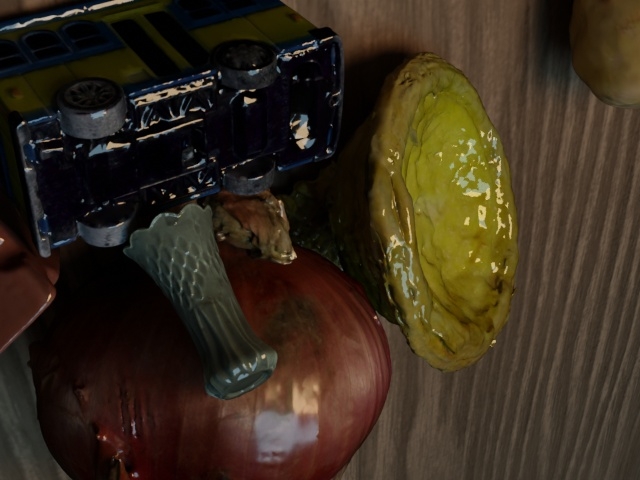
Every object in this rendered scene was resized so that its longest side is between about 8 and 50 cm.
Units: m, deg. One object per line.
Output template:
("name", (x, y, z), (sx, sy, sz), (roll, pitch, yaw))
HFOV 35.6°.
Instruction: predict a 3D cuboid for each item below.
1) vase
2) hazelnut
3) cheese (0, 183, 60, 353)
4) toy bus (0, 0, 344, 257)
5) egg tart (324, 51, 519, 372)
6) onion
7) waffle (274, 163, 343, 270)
("vase", (-0.092, 0.052, 0.800), (0.081, 0.149, 0.081), (-26, 162, -9))
("hazelnut", (0.404, -0.272, 1.119), (0.261, 0.241, 0.261), (-22, 131, -29))
("cheese", (-0.324, 0.000, 0.827), (0.128, 0.203, 0.177), (-44, 112, 3))
("toy bus", (-0.138, -0.118, 0.850), (0.287, 0.175, 0.138), (-21, 136, -25))
("egg tart", (0.107, -0.024, 1.089), (0.345, 0.132, 0.345), (21, 65, -56))
("onion", (-0.105, 0.132, 0.973), (0.353, 0.353, 0.354), (-22, 136, -24))
("waffle", (-0.002, -0.002, 1.160), (0.149, 0.051, 0.194), (-26, 136, -15))
